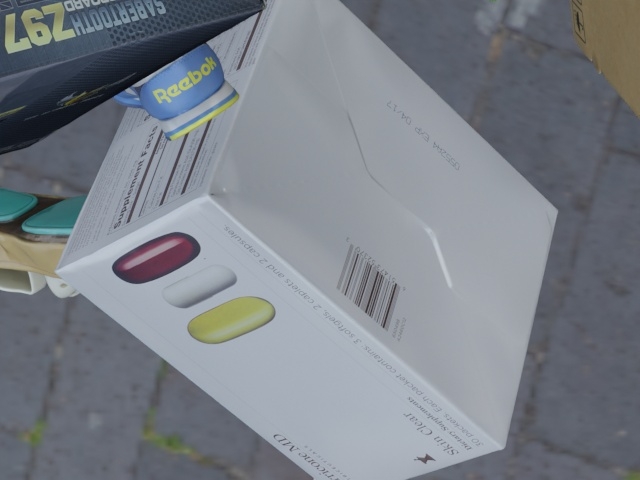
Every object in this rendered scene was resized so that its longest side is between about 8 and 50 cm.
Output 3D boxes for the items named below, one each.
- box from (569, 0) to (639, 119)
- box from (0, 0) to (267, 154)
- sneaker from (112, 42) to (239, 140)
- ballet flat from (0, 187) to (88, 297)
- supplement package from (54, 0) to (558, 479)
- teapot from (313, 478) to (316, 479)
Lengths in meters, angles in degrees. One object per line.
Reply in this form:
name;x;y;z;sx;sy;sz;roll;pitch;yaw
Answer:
box;0.122;-0.141;0.742;0.164;0.021;0.201;-112;10;-61
box;-0.163;-0.068;0.793;0.183;0.232;0.059;-24;89;42
sneaker;-0.086;-0.097;0.957;0.053;0.059;0.144;-38;26;-10
ballet flat;-0.190;0.003;1.321;0.232;0.080;0.073;8;120;43
supplement package;0.000;0.000;1.199;0.145;0.262;0.204;-25;35;41
teapot;0.027;0.093;1.961;0.252;0.256;0.187;-37;49;-8
